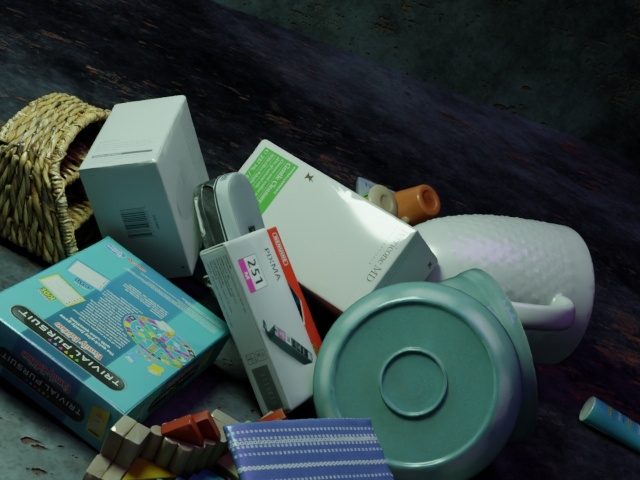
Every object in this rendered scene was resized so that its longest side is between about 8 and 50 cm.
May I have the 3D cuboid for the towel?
[{"bbox_3d":[0.022,0.380,1.447,0.243,0.040,0.336,5,49,-36],"label":"towel"}]

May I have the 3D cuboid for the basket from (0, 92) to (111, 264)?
[{"bbox_3d":[-0.405,-0.109,1.906,0.223,0.214,0.299,28,24,4],"label":"basket"}]

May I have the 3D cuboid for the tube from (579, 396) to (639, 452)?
[{"bbox_3d":[0.589,0.368,2.145,0.207,0.052,0.080,30,30,-4],"label":"tube"}]

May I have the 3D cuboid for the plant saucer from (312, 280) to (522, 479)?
[{"bbox_3d":[0.140,0.213,1.692,0.317,0.318,0.044,34,-4,17],"label":"plant saucer"}]

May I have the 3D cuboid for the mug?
[{"bbox_3d":[0.319,0.095,2.106,0.328,0.276,0.374,8,10,-22],"label":"mug"}]

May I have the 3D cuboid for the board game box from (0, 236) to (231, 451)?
[{"bbox_3d":[-0.311,0.138,1.645,0.253,0.079,0.336,35,25,9],"label":"board game box"}]

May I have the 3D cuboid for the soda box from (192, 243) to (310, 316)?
[{"bbox_3d":[-0.127,0.078,1.985,0.210,0.067,0.071,34,25,17],"label":"soda box"}]

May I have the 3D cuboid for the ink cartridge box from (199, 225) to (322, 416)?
[{"bbox_3d":[-0.060,0.115,1.803,0.239,0.060,0.275,-23,92,-59],"label":"ink cartridge box"}]

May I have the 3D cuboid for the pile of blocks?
[{"bbox_3d":[-0.138,0.287,1.495,0.362,0.113,0.149,1,34,-43],"label":"pile of blocks"}]

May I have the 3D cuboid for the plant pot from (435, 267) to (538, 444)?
[{"bbox_3d":[0.193,0.208,1.830,0.196,0.293,0.293,-13,37,-14],"label":"plant pot"}]

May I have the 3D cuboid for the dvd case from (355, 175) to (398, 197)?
[{"bbox_3d":[0.166,-0.060,2.615,0.180,0.022,0.253,22,24,-9],"label":"dvd case"}]

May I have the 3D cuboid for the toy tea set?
[{"bbox_3d":[0.144,-0.015,2.408,0.336,0.124,0.200,-3,73,-46],"label":"toy tea set"}]

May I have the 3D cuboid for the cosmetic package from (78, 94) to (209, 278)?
[{"bbox_3d":[-0.282,-0.088,1.897,0.138,0.224,0.225,-5,33,12],"label":"cosmetic package"}]

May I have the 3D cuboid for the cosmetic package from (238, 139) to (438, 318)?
[{"bbox_3d":[0.000,0.000,2.022,0.365,0.197,0.155,31,-10,30],"label":"cosmetic package"}]

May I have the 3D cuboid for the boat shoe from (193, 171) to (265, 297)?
[{"bbox_3d":[-0.144,0.046,1.883,0.113,0.105,0.306,-20,95,-59],"label":"boat shoe"}]
